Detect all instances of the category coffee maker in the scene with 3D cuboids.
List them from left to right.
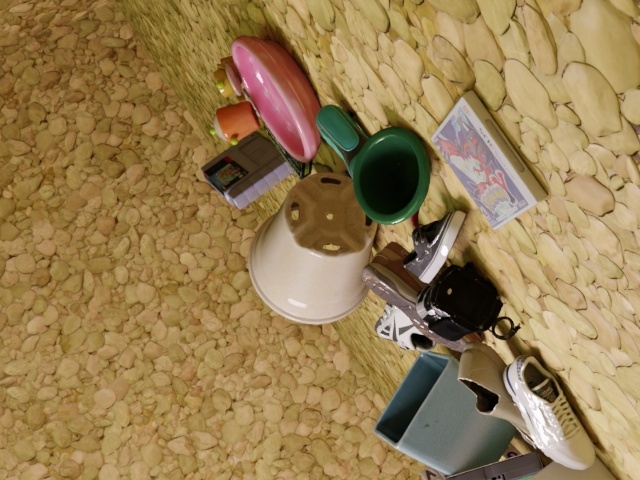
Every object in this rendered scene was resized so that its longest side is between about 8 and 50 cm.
[{"bbox_3d":[0.274,0.141,1.604,0.171,0.120,0.178,55,170,9],"label":"coffee maker"}]

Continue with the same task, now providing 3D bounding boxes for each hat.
[{"bbox_3d":[0.178,-0.113,1.552,0.208,0.184,0.172,-36,67,41],"label":"hat"}]

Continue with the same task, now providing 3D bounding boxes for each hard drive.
[{"bbox_3d":[0.443,0.634,1.944,0.064,0.237,0.339,-97,-19,-50],"label":"hard drive"}]

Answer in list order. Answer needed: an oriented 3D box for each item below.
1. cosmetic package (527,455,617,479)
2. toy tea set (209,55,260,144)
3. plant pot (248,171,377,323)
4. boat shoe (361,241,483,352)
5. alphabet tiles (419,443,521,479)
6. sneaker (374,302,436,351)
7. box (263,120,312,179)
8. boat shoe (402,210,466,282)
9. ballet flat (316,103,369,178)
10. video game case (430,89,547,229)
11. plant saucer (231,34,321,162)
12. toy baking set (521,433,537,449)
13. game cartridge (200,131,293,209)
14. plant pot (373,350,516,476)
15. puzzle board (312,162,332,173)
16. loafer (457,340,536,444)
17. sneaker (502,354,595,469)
[{"bbox_3d":[0.459,0.536,1.636,0.138,0.224,0.224,52,169,28],"label":"cosmetic package"},{"bbox_3d":[-0.243,-0.375,2.168,0.336,0.124,0.200,-91,-21,-69],"label":"toy tea set"},{"bbox_3d":[0.000,0.000,2.026,0.333,0.334,0.305,55,159,14],"label":"plant pot"},{"bbox_3d":[0.236,0.123,1.763,0.324,0.116,0.123,41,160,-21],"label":"boat shoe"},{"bbox_3d":[0.378,0.564,2.081,0.198,0.237,0.009,46,156,48],"label":"alphabet tiles"},{"bbox_3d":[0.226,0.230,2.103,0.146,0.122,0.330,56,171,17],"label":"sneaker"},{"bbox_3d":[-0.090,-0.275,2.279,0.190,0.045,0.184,54,172,11],"label":"box"},{"bbox_3d":[0.201,0.004,1.519,0.076,0.080,0.228,27,156,5],"label":"boat shoe"},{"bbox_3d":[0.084,-0.177,1.698,0.247,0.083,0.087,54,-166,15],"label":"ballet flat"},{"bbox_3d":[0.243,-0.113,1.238,0.183,0.023,0.201,56,170,6],"label":"video game case"},{"bbox_3d":[-0.090,-0.342,1.953,0.332,0.084,0.332,54,170,14],"label":"plant saucer"},{"bbox_3d":[0.448,0.391,1.800,0.196,0.030,0.256,59,170,-11],"label":"toy baking set"},{"bbox_3d":[-0.231,-0.225,2.572,0.355,0.230,0.068,39,159,59],"label":"game cartridge"},{"bbox_3d":[0.317,0.439,2.004,0.252,0.247,0.248,34,172,-6],"label":"plant pot"},{"bbox_3d":[0.023,-0.158,2.192,0.096,0.011,0.128,59,171,-20],"label":"puzzle board"},{"bbox_3d":[0.360,0.318,1.643,0.268,0.092,0.102,47,158,-9],"label":"loafer"},{"bbox_3d":[0.429,0.319,1.536,0.235,0.090,0.095,53,160,12],"label":"sneaker"}]
